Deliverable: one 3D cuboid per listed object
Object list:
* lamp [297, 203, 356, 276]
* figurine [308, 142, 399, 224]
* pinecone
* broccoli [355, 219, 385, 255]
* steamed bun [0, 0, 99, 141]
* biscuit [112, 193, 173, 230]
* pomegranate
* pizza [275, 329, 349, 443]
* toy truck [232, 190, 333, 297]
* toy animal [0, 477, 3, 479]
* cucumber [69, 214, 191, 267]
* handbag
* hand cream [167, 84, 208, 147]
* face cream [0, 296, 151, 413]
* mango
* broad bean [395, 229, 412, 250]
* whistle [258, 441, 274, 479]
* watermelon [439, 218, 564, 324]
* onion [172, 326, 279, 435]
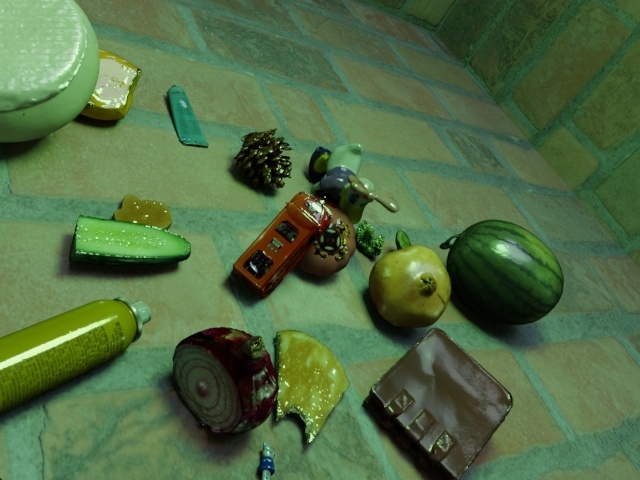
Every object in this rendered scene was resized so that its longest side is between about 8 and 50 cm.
[{"bbox_3d":[0.000,0.000,1.467,0.181,0.140,0.182,0,91,-26],"label":"lamp"},{"bbox_3d":[0.076,-0.158,1.602,0.154,0.193,0.421,23,22,-22],"label":"figurine"},{"bbox_3d":[-0.147,-0.215,1.589,0.173,0.174,0.174,23,37,-19],"label":"pinecone"},{"bbox_3d":[0.140,-0.010,1.651,0.095,0.092,0.097,19,49,10],"label":"broccoli"},{"bbox_3d":[-0.648,-0.365,1.216,0.373,0.241,0.375,5,69,-13],"label":"steamed bun"},{"bbox_3d":[-0.393,-0.054,1.294,0.118,0.023,0.140,49,37,17],"label":"biscuit"},{"bbox_3d":[0.220,0.114,1.478,0.209,0.209,0.209,23,37,-19],"label":"pomegranate"},{"bbox_3d":[-0.024,0.296,1.199,0.181,0.034,0.262,26,35,-14],"label":"pizza"},{"bbox_3d":[-0.081,0.001,1.323,0.107,0.114,0.253,40,80,6],"label":"toy truck"},{"bbox_3d":[-0.433,0.318,0.712,0.343,0.168,0.106,46,31,-12],"label":"toy animal"},{"bbox_3d":[-0.377,0.019,1.188,0.243,0.063,0.115,8,38,-35],"label":"cucumber"},{"bbox_3d":[0.260,0.352,1.294,0.260,0.084,0.275,43,49,12],"label":"handbag"},{"bbox_3d":[-0.376,-0.346,1.640,0.083,0.048,0.224,1,54,-40],"label":"hand cream"},{"bbox_3d":[-0.418,0.174,0.938,0.105,0.105,0.348,47,36,14],"label":"face cream"},{"bbox_3d":[-0.581,-0.392,1.430,0.256,0.138,0.187,21,58,-14],"label":"mango"},{"bbox_3d":[0.256,0.063,1.644,0.072,0.153,0.207,-29,67,-5],"label":"broad bean"},{"bbox_3d":[-0.094,0.391,1.032,0.033,0.029,0.083,56,19,-31],"label":"whistle"},{"bbox_3d":[0.517,0.086,1.704,0.359,0.279,0.279,37,35,-3],"label":"watermelon"},{"bbox_3d":[-0.142,0.220,1.024,0.139,0.218,0.195,-10,57,-48],"label":"onion"}]
